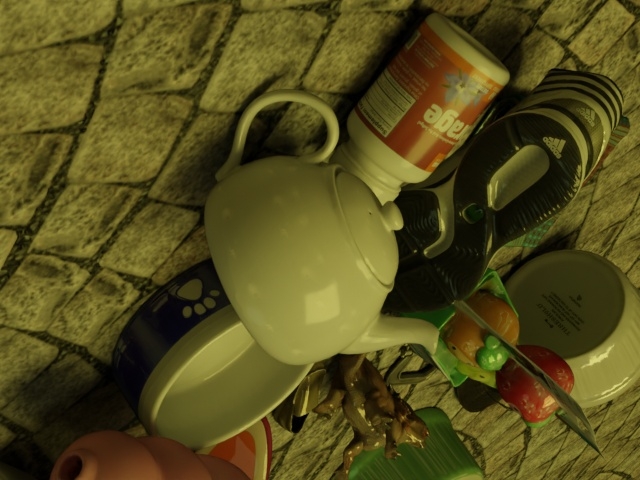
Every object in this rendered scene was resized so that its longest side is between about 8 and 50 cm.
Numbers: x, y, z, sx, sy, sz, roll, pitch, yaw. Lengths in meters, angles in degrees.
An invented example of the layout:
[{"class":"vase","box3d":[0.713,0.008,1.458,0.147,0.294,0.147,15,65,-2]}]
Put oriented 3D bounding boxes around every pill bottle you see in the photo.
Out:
[{"class":"pill bottle","box3d":[0.110,-0.147,1.445,0.216,0.121,0.121,-51,150,17]}]

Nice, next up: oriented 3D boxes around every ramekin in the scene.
[{"class":"ramekin","box3d":[0.415,0.136,2.073,0.273,0.273,0.127,-38,140,-5]},{"class":"ramekin","box3d":[0.163,0.473,2.335,0.303,0.148,0.303,-30,149,-20]}]

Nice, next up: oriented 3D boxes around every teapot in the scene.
[{"class":"teapot","box3d":[0.000,0.000,1.372,0.187,0.253,0.256,-25,146,15]}]

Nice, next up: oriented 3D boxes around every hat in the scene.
[{"class":"hat","box3d":[0.411,0.254,2.353,0.331,0.134,0.331,-29,150,-19]}]

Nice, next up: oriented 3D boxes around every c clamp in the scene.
[{"class":"c clamp","box3d":[0.174,0.202,2.107,0.137,0.022,0.160,-52,149,18]}]

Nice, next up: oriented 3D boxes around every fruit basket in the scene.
[{"class":"fruit basket","box3d":[0.269,0.185,1.855,0.165,0.353,0.327,-41,152,-2]}]

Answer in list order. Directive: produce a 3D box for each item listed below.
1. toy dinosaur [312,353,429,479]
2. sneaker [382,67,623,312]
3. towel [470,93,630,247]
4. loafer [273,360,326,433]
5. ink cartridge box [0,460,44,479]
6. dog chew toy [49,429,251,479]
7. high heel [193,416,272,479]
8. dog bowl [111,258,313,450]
[{"class":"toy dinosaur","box3d":[0.072,0.248,1.941,0.127,0.200,0.296,-8,124,17]},{"class":"sneaker","box3d":[0.225,-0.066,1.602,0.257,0.169,0.447,-37,-179,-43]},{"class":"towel","box3d":[0.302,-0.092,1.840,0.370,0.040,0.271,1,131,-51]},{"class":"loafer","box3d":[-0.023,0.238,1.890,0.056,0.050,0.148,-15,142,-39]},{"class":"ink cartridge box","box3d":[-0.440,0.491,1.557,0.385,0.160,0.279,-50,153,-6]},{"class":"dog chew toy","box3d":[-0.199,0.329,1.477,0.206,0.206,0.332,-42,139,2]},{"class":"high heel","box3d":[-0.142,0.378,1.930,0.377,0.127,0.181,-64,173,28]},{"class":"dog bowl","box3d":[-0.128,0.142,1.576,0.265,0.104,0.265,-29,149,-19]}]
